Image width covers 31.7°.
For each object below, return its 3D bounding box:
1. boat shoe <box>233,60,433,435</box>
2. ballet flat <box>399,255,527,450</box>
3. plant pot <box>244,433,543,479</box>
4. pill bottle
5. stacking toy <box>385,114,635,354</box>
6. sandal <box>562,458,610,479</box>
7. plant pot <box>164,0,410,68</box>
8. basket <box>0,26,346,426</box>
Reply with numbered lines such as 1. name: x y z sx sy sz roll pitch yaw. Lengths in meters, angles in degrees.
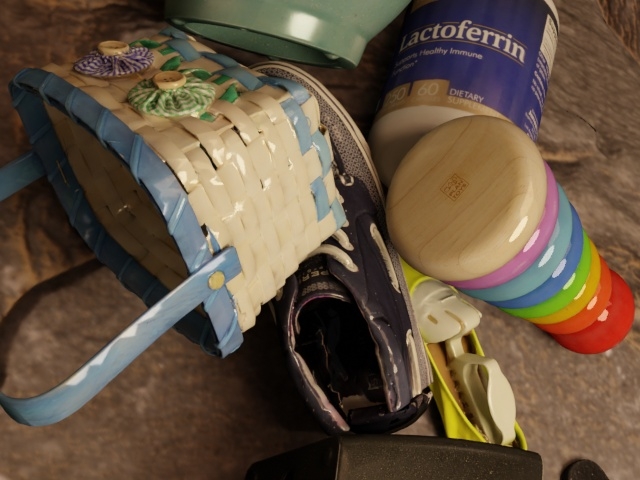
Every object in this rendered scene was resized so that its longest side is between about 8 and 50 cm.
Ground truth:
1. boat shoe: 0.000 0.000 0.915 0.127 0.158 0.341 -25 84 7
2. ballet flat: 0.124 0.102 1.016 0.077 0.077 0.231 -18 81 -33
3. plant pot: 0.035 0.239 0.830 0.167 0.187 0.188 24 58 -28
4. pill bottle: 0.146 -0.171 1.087 0.153 0.153 0.265 27 60 -19
5. stacking toy: 0.197 0.017 1.010 0.330 0.141 0.141 32 55 -48
6. sandal: 0.282 0.293 1.064 0.067 0.040 0.179 -13 64 -38
7. plant pot: -0.030 -0.260 0.968 0.293 0.293 0.196 11 93 -26
8. basket: -0.151 -0.017 0.798 0.289 0.254 0.201 -42 136 -21
